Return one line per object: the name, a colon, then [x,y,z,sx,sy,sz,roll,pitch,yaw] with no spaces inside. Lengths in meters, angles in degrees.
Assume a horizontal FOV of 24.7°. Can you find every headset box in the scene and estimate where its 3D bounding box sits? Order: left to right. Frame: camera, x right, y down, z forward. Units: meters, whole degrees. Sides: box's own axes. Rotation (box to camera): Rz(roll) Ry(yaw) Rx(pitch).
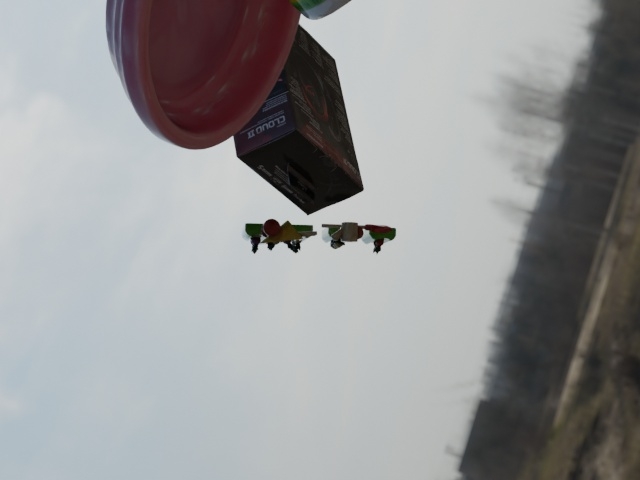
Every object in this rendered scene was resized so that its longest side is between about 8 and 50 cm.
headset box: [-0.046,-0.194,2.236,0.218,0.110,0.293,38,-146,-52]

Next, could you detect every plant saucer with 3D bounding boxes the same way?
plant saucer: [-0.131,-0.269,1.621,0.332,0.084,0.332,-42,-39,-45]

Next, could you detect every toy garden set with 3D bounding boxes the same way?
toy garden set: [0.000,0.000,2.349,0.204,0.244,0.049,147,124,-83]

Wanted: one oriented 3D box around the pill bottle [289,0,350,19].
pill bottle: [-0.044,-0.337,1.363,0.136,0.245,0.136,-39,21,18]
